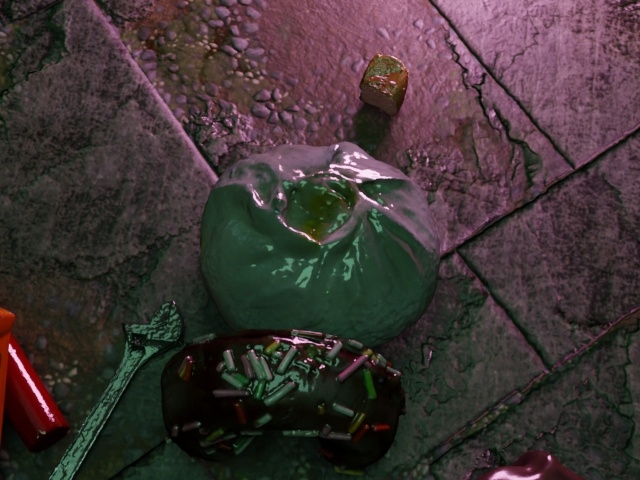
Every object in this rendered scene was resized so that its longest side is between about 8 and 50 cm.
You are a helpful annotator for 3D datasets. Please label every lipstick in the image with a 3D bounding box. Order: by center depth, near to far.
[{"bbox_3d":[-0.463,0.177,1.288,0.073,0.073,0.280,-35,73,-15],"label":"lipstick"}]

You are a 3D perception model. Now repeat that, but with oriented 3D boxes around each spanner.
[{"bbox_3d":[-0.302,0.226,1.302,0.093,0.026,0.325,27,71,7],"label":"spanner"}]

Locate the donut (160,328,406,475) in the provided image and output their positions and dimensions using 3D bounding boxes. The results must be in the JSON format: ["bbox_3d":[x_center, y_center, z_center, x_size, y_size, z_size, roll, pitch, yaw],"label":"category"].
[{"bbox_3d":[-0.048,0.218,1.190,0.345,0.259,0.136,4,62,-2],"label":"donut"}]

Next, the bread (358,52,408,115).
[{"bbox_3d":[0.110,-0.259,1.477,0.076,0.083,0.070,27,79,12],"label":"bread"}]

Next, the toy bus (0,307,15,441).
[{"bbox_3d":[-0.505,0.177,1.192,0.153,0.143,0.329,2,85,20],"label":"toy bus"}]

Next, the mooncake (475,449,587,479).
[{"bbox_3d":[0.340,0.432,1.172,0.334,0.174,0.326,-29,70,-12],"label":"mooncake"}]

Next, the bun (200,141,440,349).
[{"bbox_3d":[0.000,0.000,1.283,0.362,0.211,0.362,4,53,-5],"label":"bun"}]
